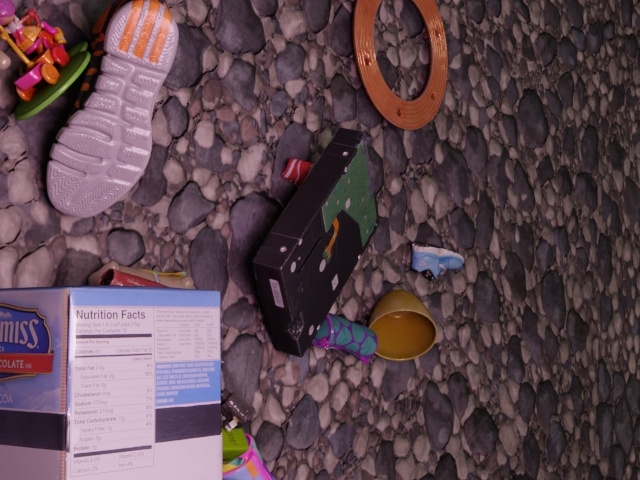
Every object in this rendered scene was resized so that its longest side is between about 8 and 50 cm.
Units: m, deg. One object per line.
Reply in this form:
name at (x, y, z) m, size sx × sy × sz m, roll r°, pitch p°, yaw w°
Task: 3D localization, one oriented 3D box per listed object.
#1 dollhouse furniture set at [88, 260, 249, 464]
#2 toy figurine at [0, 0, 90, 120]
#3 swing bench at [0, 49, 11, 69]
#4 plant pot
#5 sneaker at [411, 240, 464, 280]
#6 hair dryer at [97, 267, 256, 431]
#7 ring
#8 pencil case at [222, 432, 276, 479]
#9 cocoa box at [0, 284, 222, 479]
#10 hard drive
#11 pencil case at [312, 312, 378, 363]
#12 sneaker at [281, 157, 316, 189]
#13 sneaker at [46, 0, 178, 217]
dollhouse furniture set at (-0.255, 0.197, 1.522) m, size 0.198 × 0.151 × 0.301 m, roll 17°, pitch 45°, yaw -57°
toy figurine at (-0.393, -0.268, 1.359) m, size 0.159 × 0.130 × 0.173 m, roll 49°, pitch 29°, yaw -26°
swing bench at (-0.524, -0.205, 1.119) m, size 0.254 × 0.165 × 0.253 m, roll 52°, pitch 47°, yaw -9°
plant pot at (0.153, 0.150, 2.015) m, size 0.134 × 0.134 × 0.095 m, roll 55°, pitch 20°, yaw -34°
sneaker at (0.235, 0.047, 2.182) m, size 0.162 × 0.063 × 0.073 m, roll 12°, pitch 96°, yaw -47°
hair dryer at (-0.195, 0.157, 1.396) m, size 0.293 × 0.080 × 0.223 m, roll 56°, pitch 24°, yaw 0°
ring at (0.159, -0.390, 2.124) m, size 0.337 × 0.032 × 0.336 m, roll 5°, pitch 84°, yaw -51°
pencil case at (-0.099, 0.419, 1.681) m, size 0.104 × 0.104 × 0.236 m, roll -54°, pitch 127°, yaw -39°
cocoa box at (-0.312, 0.168, 1.223) m, size 0.231 × 0.347 × 0.227 m, roll 5°, pitch 83°, yaw -51°
hard drive at (0.000, 0.000, 1.805) m, size 0.339 × 0.064 × 0.237 m, roll -58°, pitch 152°, yaw -34°
pencil case at (0.040, 0.176, 1.903) m, size 0.152 × 0.064 × 0.070 m, roll 22°, pitch 54°, yaw -49°
sneaker at (-0.034, -0.099, 1.855) m, size 0.118 × 0.067 × 0.042 m, roll 92°, pitch 22°, yaw -47°
sneaker at (-0.287, -0.193, 1.464) m, size 0.125 × 0.180 × 0.321 m, roll 23°, pitch 103°, yaw -21°
